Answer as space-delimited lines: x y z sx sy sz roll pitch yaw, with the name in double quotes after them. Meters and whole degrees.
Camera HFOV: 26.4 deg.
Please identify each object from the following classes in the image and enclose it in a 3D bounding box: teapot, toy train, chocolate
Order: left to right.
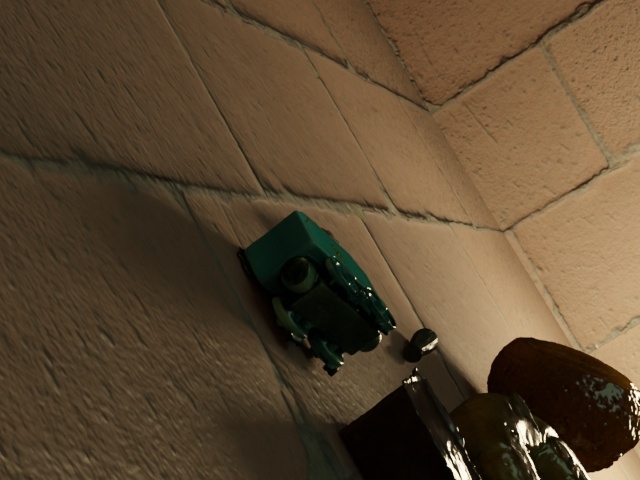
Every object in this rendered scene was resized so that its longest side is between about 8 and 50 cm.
0.000 0.062 1.709 0.203 0.112 0.163 45 13 -48 "toy train"
0.156 0.168 2.156 0.042 0.043 0.111 58 17 3 "teapot"
0.141 0.320 1.636 0.321 0.112 0.112 61 16 9 "chocolate"

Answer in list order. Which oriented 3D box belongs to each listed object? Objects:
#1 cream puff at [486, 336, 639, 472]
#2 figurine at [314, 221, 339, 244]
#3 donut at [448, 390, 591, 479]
0.423 0.298 2.405 0.303 0.212 0.303 25 5 -2 "cream puff"
0.000 0.000 1.974 0.106 0.047 0.060 -9 83 -79 "figurine"
0.282 0.383 1.869 0.360 0.170 0.360 46 19 -21 "donut"
